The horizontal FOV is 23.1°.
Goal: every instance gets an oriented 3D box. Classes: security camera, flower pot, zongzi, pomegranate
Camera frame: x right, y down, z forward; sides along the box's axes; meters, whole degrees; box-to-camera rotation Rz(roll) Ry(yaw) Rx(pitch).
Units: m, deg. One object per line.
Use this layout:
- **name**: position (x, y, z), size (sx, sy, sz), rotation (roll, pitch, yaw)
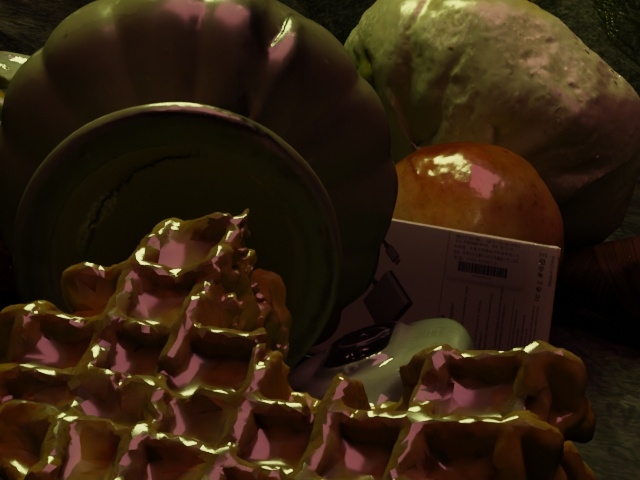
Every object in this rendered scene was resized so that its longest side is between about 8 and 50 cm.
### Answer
- **security camera**: position (0.030, 0.122, 1.005), size (0.157, 0.080, 0.301), rotation (-17, 10, 10)
- **flower pot**: position (-0.094, -0.022, 1.111), size (0.307, 0.307, 0.244), rotation (10, 21, -3)
- **zongzi**: position (0.387, 0.046, 1.618), size (0.288, 0.134, 0.286), rotation (7, 4, 29)
- **pomegranate**: position (0.131, 0.003, 1.451), size (0.191, 0.191, 0.191), rotation (11, 14, -3)

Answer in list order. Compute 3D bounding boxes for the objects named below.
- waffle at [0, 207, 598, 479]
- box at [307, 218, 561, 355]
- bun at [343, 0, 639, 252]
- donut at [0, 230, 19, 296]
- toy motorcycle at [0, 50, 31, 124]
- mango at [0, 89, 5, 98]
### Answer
- **waffle**: position (-0.027, 0.113, 0.815), size (0.324, 0.151, 0.261), rotation (19, 49, 38)
- **box**: position (0.076, 0.047, 1.327), size (0.247, 0.129, 0.033), rotation (11, -9, -5)
- **bun**: position (0.157, -0.097, 1.655), size (0.365, 0.365, 0.219), rotation (23, 62, 38)
- **donut**: position (-0.171, 0.009, 1.320), size (0.295, 0.112, 0.151), rotation (5, 13, -19)
- **toy motorcycle**: position (-0.416, -0.119, 1.543), size (0.410, 0.168, 0.237), rotation (18, 21, 3)
- **mango**: position (-0.415, -0.152, 1.846), size (0.103, 0.076, 0.161), rotation (2, 7, -6)
